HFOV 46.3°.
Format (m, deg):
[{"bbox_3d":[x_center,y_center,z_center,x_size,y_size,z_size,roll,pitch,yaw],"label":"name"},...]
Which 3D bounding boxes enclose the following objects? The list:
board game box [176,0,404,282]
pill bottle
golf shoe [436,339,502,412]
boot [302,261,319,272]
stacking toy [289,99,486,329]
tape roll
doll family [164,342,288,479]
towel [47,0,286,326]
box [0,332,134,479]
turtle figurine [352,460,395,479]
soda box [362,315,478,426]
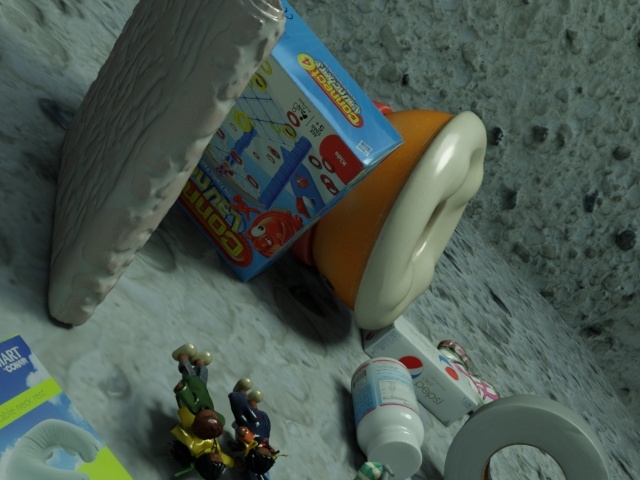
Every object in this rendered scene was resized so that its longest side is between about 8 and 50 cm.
[{"bbox_3d":[-0.100,-0.143,0.931,0.308,0.302,0.086,50,47,2],"label":"board game box"},{"bbox_3d":[0.087,0.230,0.970,0.087,0.087,0.160,43,18,-20],"label":"pill bottle"},{"bbox_3d":[0.266,0.278,1.387,0.186,0.067,0.086,49,43,-4],"label":"golf shoe"},{"bbox_3d":[0.000,0.000,1.322,0.106,0.082,0.219,28,19,26],"label":"boot"},{"bbox_3d":[-0.020,-0.114,1.150,0.479,0.351,0.350,28,11,17],"label":"stacking toy"},{"bbox_3d":[0.285,0.328,1.032,0.219,0.219,0.072,53,17,13],"label":"tape roll"},{"bbox_3d":[-0.080,0.183,0.674,0.193,0.076,0.111,40,14,-39],"label":"doll family"},{"bbox_3d":[-0.161,-0.134,0.708,0.053,0.332,0.317,23,27,-30],"label":"towel"},{"bbox_3d":[-0.205,0.140,0.502,0.178,0.042,0.109,51,16,1],"label":"box"},{"bbox_3d":[0.053,0.298,0.690,0.234,0.118,0.175,47,22,-72],"label":"turtle figurine"},{"bbox_3d":[0.166,0.210,1.246,0.216,0.069,0.074,44,18,-19],"label":"soda box"}]
